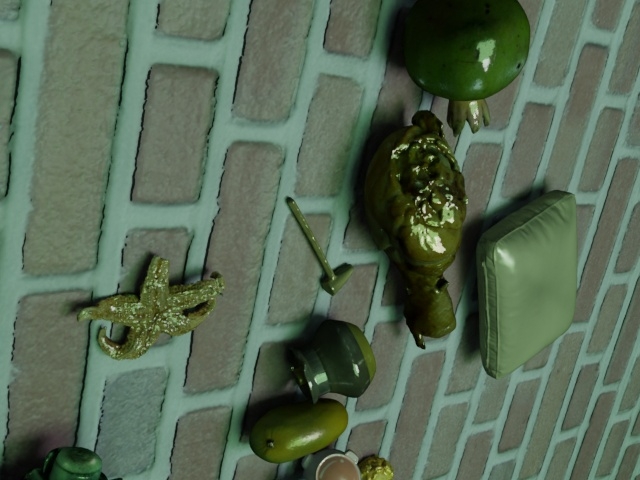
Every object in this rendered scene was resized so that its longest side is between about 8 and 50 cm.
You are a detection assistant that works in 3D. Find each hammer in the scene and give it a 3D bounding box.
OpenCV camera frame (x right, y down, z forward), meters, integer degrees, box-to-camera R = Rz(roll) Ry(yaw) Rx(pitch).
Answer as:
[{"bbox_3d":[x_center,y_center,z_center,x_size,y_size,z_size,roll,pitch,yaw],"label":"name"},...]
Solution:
[{"bbox_3d":[0.000,0.000,1.271,0.060,0.028,0.195,-46,132,-21],"label":"hammer"}]

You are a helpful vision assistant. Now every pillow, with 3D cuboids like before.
[{"bbox_3d":[0.389,0.086,1.583,0.255,0.120,0.322,-29,125,-30],"label":"pillow"}]

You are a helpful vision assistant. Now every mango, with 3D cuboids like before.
[{"bbox_3d":[-0.027,0.293,1.331,0.191,0.122,0.085,-18,83,-40],"label":"mango"}]

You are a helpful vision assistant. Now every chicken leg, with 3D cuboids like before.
[{"bbox_3d":[0.160,0.012,1.337,0.153,0.201,0.429,-17,132,-4],"label":"chicken leg"}]

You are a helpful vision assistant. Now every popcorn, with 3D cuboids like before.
[{"bbox_3d":[0.099,0.439,1.555,0.082,0.057,0.083,-53,132,-16],"label":"popcorn"}]

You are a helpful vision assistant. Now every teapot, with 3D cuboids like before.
[{"bbox_3d":[0.015,0.200,1.330,0.119,0.130,0.165,-21,157,-14],"label":"teapot"}]

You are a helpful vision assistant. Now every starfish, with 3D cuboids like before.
[{"bbox_3d":[-0.220,0.092,1.108,0.210,0.053,0.150,2,105,-39],"label":"starfish"}]

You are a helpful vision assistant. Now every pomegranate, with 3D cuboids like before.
[{"bbox_3d":[0.209,-0.260,1.215,0.187,0.187,0.225,-30,131,-27],"label":"pomegranate"}]

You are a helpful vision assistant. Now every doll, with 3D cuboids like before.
[{"bbox_3d":[-0.034,0.466,1.406,0.287,0.151,0.151,-47,134,-21],"label":"doll"}]

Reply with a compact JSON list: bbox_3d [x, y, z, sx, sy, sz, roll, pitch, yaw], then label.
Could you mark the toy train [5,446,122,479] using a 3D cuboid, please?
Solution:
[{"bbox_3d":[-0.326,0.423,1.052,0.167,0.238,0.299,4,109,-45],"label":"toy train"}]
